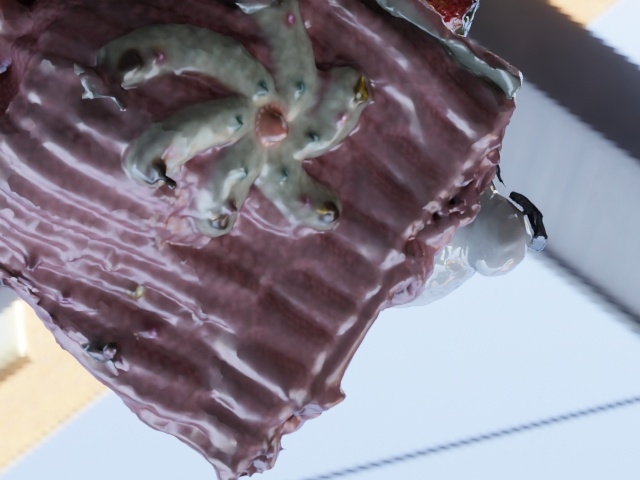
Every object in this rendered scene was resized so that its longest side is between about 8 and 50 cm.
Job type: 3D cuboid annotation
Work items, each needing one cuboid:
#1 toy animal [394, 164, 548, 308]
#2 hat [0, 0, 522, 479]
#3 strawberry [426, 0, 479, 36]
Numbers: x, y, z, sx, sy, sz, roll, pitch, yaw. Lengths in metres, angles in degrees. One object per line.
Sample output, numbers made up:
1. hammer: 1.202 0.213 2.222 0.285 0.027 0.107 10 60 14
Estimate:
1. toy animal: 0.000 0.000 1.576 0.357 0.194 0.258 -23 -159 -25
2. hat: -0.074 -0.046 0.736 0.286 0.236 0.107 35 -175 -9
3. strawberry: 0.073 -0.182 1.267 0.106 0.106 0.106 3 -132 -3
